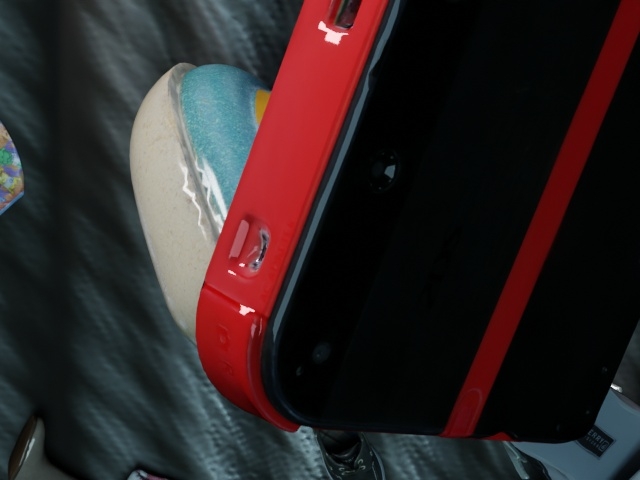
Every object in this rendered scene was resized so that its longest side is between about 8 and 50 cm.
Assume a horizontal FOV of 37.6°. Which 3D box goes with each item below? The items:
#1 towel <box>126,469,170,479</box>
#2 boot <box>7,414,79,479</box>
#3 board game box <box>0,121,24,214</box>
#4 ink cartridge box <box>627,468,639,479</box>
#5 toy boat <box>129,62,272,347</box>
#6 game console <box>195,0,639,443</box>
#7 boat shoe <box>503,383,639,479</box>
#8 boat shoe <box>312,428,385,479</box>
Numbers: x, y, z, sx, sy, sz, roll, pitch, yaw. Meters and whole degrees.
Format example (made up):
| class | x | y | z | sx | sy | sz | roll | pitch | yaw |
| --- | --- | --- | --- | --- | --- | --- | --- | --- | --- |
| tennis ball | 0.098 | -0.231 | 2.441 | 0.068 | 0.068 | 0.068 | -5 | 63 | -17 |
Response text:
| class | x | y | z | sx | sy | sz | roll | pitch | yaw |
| --- | --- | --- | --- | --- | --- | --- | --- | --- | --- |
| towel | -0.117 | 0.297 | 0.844 | 0.197 | 0.029 | 0.144 | 28 | 103 | -18 |
| boot | -0.225 | 0.210 | 0.799 | 0.087 | 0.042 | 0.118 | 22 | 107 | -21 |
| board game box | -0.311 | -0.042 | 0.695 | 0.169 | 0.033 | 0.133 | -40 | 110 | 7 |
| ink cartridge box | 0.284 | 0.309 | 0.815 | 0.283 | 0.117 | 0.207 | -48 | 143 | 10 |
| toy boat | 0.000 | 0.000 | 0.671 | 0.148 | 0.267 | 0.318 | -32 | 142 | 13 |
| game console | 0.121 | -0.063 | 0.541 | 0.342 | 0.060 | 0.386 | 13 | 101 | -44 |
| boat shoe | 0.200 | 0.153 | 0.796 | 0.113 | 0.105 | 0.306 | -51 | 133 | 4 |
| boat shoe | 0.020 | 0.180 | 0.816 | 0.049 | 0.040 | 0.142 | -24 | 111 | 1 |
